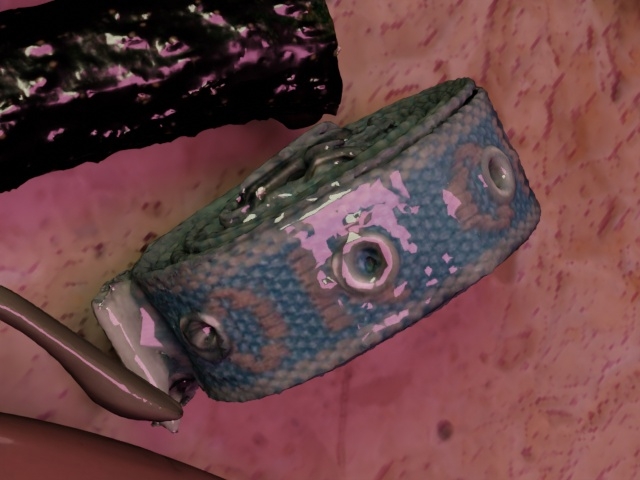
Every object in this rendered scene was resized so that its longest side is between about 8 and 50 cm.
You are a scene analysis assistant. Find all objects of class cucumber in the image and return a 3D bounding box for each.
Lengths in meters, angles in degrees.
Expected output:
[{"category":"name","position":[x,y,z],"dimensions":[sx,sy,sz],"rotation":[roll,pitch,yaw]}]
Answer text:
[{"category":"cucumber","position":[-0.136,-0.046,0.677],"dimensions":[0.303,0.072,0.081],"rotation":[-17,83,-25]}]

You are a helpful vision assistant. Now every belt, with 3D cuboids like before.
[{"category":"belt","position":[0.006,-0.005,0.716],"dimensions":[0.082,0.147,0.163],"rotation":[61,39,-11]}]

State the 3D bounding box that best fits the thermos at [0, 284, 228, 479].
[{"category":"thermos","position":[-0.114,0.117,0.657],"dimensions":[0.265,0.146,0.176],"rotation":[28,94,-16]}]
